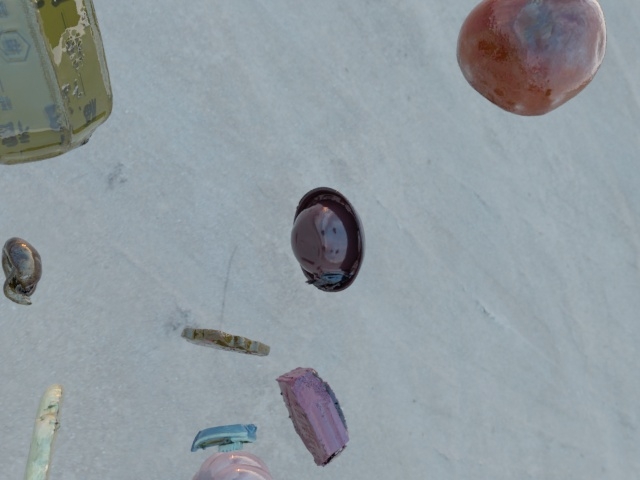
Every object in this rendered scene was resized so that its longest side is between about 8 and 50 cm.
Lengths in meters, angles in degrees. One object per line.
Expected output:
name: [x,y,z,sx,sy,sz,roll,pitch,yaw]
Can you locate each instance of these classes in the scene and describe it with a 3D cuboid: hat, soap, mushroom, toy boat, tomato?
hat: [0.000,0.000,1.014,0.089,0.205,0.206,-7,78,-44]
soap: [-0.013,0.532,1.601,0.112,0.182,0.289,-24,94,-26]
mushroom: [-0.665,0.072,1.185,0.080,0.135,0.171,-6,55,-30]
toy boat: [-0.287,0.606,1.575,0.088,0.214,0.102,54,28,-57]
tomato: [0.226,-0.217,0.560,0.069,0.155,0.156,33,45,-73]

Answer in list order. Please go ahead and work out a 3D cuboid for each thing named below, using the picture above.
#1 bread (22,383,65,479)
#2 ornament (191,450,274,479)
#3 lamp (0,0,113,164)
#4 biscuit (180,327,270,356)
bread: [-0.593,0.454,1.130,0.054,0.316,0.316,10,67,-23]
ornament: [-0.170,0.510,1.048,0.177,0.177,0.178,16,63,-35]
lamp: [-0.255,-0.163,0.417,0.161,0.161,0.185,-38,139,-42]
biscuit: [-0.129,0.143,0.737,0.129,0.119,0.019,17,72,-22]
